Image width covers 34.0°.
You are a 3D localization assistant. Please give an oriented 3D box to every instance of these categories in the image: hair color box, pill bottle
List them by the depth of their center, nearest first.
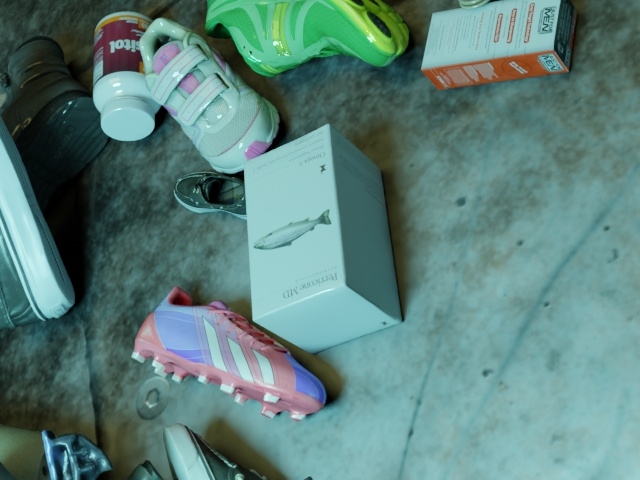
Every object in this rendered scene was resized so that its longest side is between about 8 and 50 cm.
[{"bbox_3d":[0.174,-0.195,1.023,0.141,0.043,0.072,-2,64,36],"label":"hair color box"},{"bbox_3d":[-0.239,-0.203,1.300,0.086,0.086,0.152,-23,55,25],"label":"pill bottle"}]

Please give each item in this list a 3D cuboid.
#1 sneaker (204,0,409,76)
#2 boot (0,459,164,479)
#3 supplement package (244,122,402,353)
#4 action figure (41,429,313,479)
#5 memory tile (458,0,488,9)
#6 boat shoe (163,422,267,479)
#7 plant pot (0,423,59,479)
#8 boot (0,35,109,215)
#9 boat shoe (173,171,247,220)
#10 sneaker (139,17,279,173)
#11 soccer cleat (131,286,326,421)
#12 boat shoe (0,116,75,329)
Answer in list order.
[{"bbox_3d":[-0.019,-0.235,1.164,0.295,0.109,0.124,28,107,40],"label":"sneaker"},{"bbox_3d":[-0.217,0.244,0.948,0.161,0.247,0.083,-32,11,-14],"label":"boot"},{"bbox_3d":[0.000,0.000,1.003,0.105,0.105,0.179,-22,55,24],"label":"supplement package"},{"bbox_3d":[-0.144,0.293,0.804,0.330,0.178,0.341,-23,79,5],"label":"action figure"},{"bbox_3d":[0.186,-0.290,1.058,0.113,0.012,0.148,-20,40,18],"label":"memory tile"},{"bbox_3d":[-0.075,0.248,0.952,0.070,0.078,0.219,-20,50,-25],"label":"boat shoe"},{"bbox_3d":[-0.382,0.284,1.058,0.273,0.256,0.257,-11,59,12],"label":"plant pot"},{"bbox_3d":[-0.434,-0.105,1.387,0.338,0.118,0.222,-42,45,-4],"label":"boot"},{"bbox_3d":[-0.116,-0.055,1.161,0.142,0.040,0.049,12,74,39],"label":"boat shoe"},{"bbox_3d":[-0.141,-0.169,1.192,0.103,0.111,0.252,-48,48,5],"label":"sneaker"},{"bbox_3d":[-0.088,0.107,1.031,0.248,0.083,0.095,10,68,42],"label":"soccer cleat"},{"bbox_3d":[-0.399,-0.053,1.207,0.119,0.121,0.335,-22,89,-6],"label":"boat shoe"}]
